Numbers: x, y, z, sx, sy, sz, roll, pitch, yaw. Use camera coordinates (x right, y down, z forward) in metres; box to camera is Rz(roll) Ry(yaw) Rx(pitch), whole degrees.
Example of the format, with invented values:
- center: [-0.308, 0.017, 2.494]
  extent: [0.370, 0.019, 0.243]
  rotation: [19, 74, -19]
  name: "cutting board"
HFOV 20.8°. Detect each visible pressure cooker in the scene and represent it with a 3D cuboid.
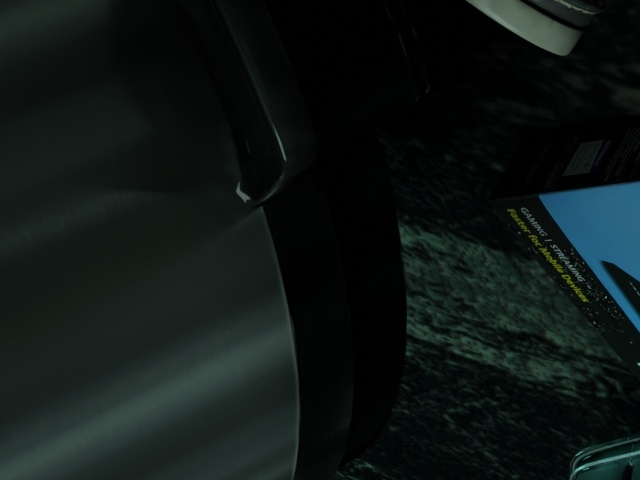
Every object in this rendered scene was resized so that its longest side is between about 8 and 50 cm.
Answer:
- center: [-0.167, -0.004, 0.711]
  extent: [0.370, 0.420, 0.375]
  rotation: [42, 146, 39]
  name: "pressure cooker"

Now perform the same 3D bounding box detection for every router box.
- center: [0.178, 0.020, 0.772]
  extent: [0.133, 0.046, 0.179]
  rotation: [-7, 134, 50]
  name: "router box"

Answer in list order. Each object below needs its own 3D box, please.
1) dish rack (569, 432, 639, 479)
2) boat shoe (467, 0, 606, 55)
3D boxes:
- center: [0.267, 0.203, 0.892]
  extent: [0.208, 0.074, 0.271]
  rotation: [-22, 118, 44]
  name: "dish rack"
- center: [0.028, -0.154, 0.644]
  extent: [0.206, 0.075, 0.065]
  rotation: [37, 110, -1]
  name: "boat shoe"
